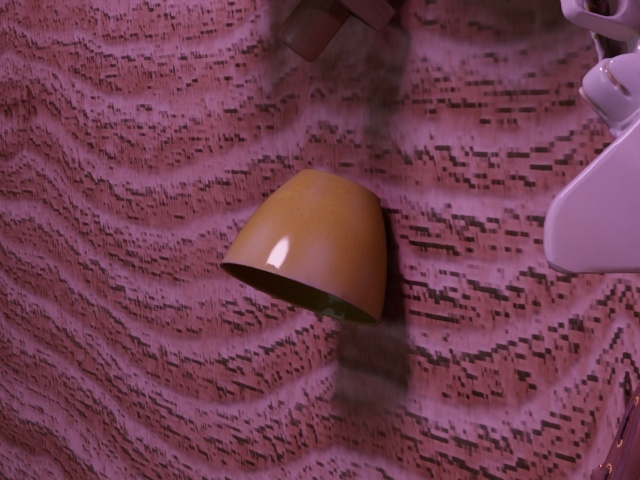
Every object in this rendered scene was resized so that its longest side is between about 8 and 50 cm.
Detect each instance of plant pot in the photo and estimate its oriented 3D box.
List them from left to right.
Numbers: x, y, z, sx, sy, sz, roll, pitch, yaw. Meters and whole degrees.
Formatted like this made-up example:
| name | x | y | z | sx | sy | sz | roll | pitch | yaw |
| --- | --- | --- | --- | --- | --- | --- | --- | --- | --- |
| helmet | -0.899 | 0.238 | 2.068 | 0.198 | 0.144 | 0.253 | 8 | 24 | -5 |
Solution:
| name | x | y | z | sx | sy | sz | roll | pitch | yaw |
| --- | --- | --- | --- | --- | --- | --- | --- | --- | --- |
| plant pot | 0.000 | 0.000 | 1.239 | 0.134 | 0.134 | 0.095 | 1 | 67 | 63 |

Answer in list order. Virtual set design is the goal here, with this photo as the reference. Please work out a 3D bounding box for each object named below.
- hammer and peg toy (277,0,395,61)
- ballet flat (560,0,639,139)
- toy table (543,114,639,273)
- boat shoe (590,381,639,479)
| name | x | y | z | sx | sy | sz | roll | pitch | yaw |
| --- | --- | --- | --- | --- | --- | --- | --- | --- | --- |
| hammer and peg toy | -0.117 | -0.291 | 1.173 | 0.127 | 0.361 | 0.266 | -53 | 38 | 4 |
| ballet flat | 0.179 | -0.117 | 0.910 | 0.091 | 0.077 | 0.241 | -42 | 57 | 56 |
| toy table | 0.225 | -0.067 | 0.680 | 0.274 | 0.252 | 0.161 | -9 | -81 | -72 |
| boat shoe | 0.193 | 0.160 | 0.942 | 0.060 | 0.064 | 0.178 | 51 | 131 | 55 |
